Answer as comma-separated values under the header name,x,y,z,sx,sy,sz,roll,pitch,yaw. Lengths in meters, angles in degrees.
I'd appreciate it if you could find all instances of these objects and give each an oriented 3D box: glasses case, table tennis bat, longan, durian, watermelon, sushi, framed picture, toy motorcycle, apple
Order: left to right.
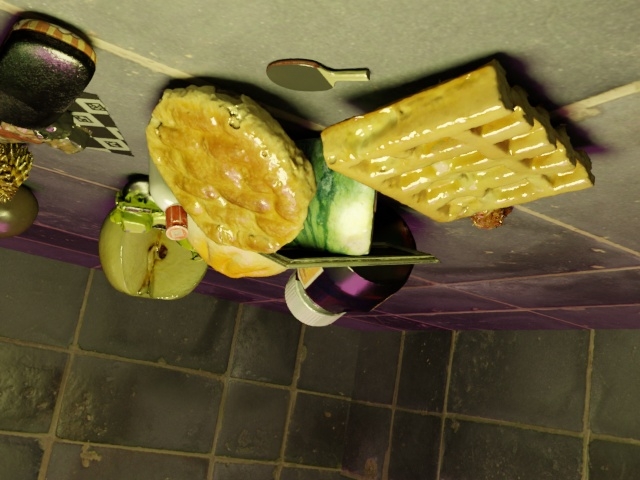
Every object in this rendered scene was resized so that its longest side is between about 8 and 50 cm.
name,x,y,z,sx,sy,sz,roll,pitch,yaw
durian,-0.697,-0.155,1.489,0.144,0.139,0.252,-1,-156,-45
longan,-0.870,-0.087,1.887,0.189,0.189,0.189,9,167,2
sushi,-0.562,-0.214,1.337,0.339,0.069,0.320,10,167,-3
glasses case,-0.446,-0.247,1.073,0.122,0.082,0.321,24,157,-31
apple,-0.459,0.028,1.870,0.295,0.258,0.233,17,167,-34
toy motorcycle,-0.344,-0.048,1.719,0.342,0.206,0.142,15,-153,-25
table tennis bat,-0.004,-0.234,0.990,0.156,0.013,0.087,4,165,23
watermelon,0.018,-0.090,1.278,0.261,0.213,0.201,5,-173,31
framed picture,0.044,0.024,1.308,0.293,0.018,0.231,-1,-174,-20

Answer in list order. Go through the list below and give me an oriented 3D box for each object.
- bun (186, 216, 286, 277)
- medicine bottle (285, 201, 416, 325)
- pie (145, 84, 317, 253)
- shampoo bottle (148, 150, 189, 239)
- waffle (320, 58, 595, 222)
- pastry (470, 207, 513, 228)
name,x,y,z,sx,sy,sz,roll,pitch,yaw
bun,-0.187,-0.006,1.525,0.299,0.165,0.299,26,-171,-5
medicine bottle,0.039,0.076,1.637,0.242,0.243,0.395,14,152,-20
pie,-0.152,-0.114,1.156,0.339,0.083,0.339,24,142,21
shampoo bottle,-0.278,-0.097,1.322,0.051,0.221,0.108,-37,136,28
waffle,0.212,-0.124,1.049,0.304,0.078,0.348,-16,154,40
pastry,0.334,-0.059,1.384,0.087,0.063,0.169,2,164,21
